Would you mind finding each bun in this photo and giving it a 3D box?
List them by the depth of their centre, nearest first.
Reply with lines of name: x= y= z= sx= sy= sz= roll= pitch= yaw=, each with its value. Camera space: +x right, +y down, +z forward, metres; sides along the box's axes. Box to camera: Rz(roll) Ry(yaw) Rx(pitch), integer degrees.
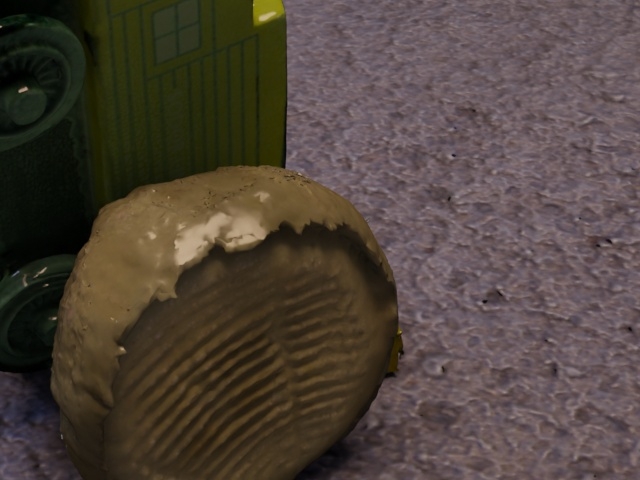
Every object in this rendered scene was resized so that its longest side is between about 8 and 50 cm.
bun: x=-0.076 y=0.054 z=1.295 sx=0.259 sy=0.259 sz=0.152 roll=-17 pitch=37 yaw=-28

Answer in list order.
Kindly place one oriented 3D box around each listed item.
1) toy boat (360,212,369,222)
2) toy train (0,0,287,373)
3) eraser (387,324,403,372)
toy boat: x=-0.011 y=0.002 z=1.573 sx=0.105 sy=0.034 sz=0.149 roll=4 pitch=33 yaw=-1
toy train: x=-0.158 y=-0.096 z=1.328 sx=0.272 sy=0.442 sz=0.179 roll=-25 pitch=55 yaw=-21
eraser: x=-0.008 y=0.066 z=1.463 sx=0.122 sy=0.045 sz=0.097 roll=-5 pitch=32 yaw=-14
